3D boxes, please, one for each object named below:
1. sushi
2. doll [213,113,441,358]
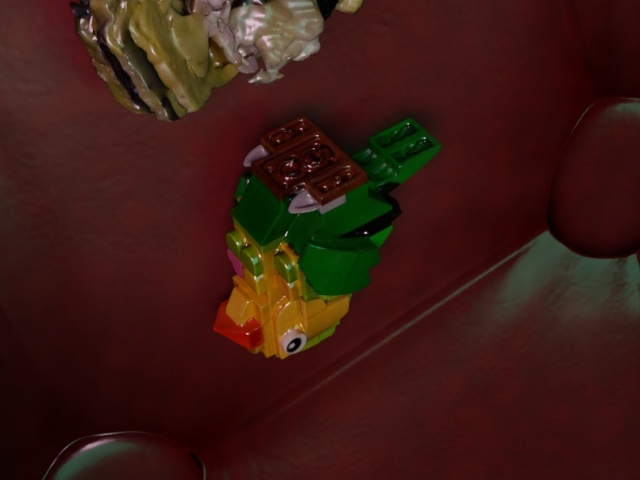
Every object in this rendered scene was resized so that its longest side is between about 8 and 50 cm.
[{"bbox_3d":[-0.016,-0.173,0.912,0.291,0.131,0.139,-39,122,-21],"label":"sushi"},{"bbox_3d":[-0.007,0.001,0.998,0.134,0.106,0.186,-6,129,-43],"label":"doll"}]
